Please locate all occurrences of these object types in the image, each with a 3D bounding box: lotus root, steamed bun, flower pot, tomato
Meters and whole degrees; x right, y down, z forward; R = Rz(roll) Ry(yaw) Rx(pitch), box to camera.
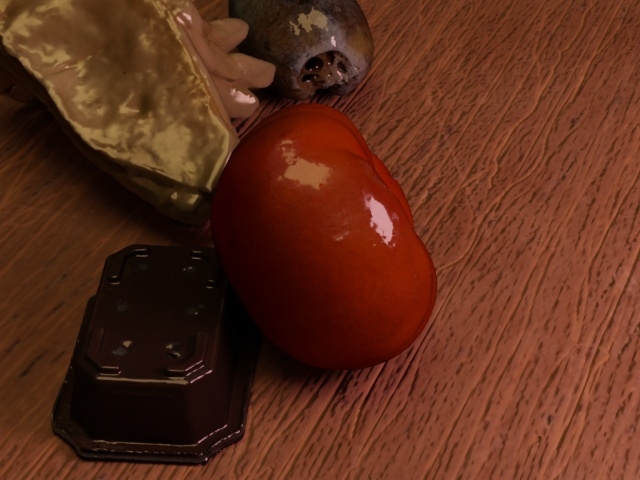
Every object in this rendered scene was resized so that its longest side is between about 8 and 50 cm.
[{"bbox_3d":[-0.041,-0.289,1.758,0.158,0.140,0.322,-13,37,-16],"label":"lotus root"},{"bbox_3d":[-0.205,-0.205,1.578,0.428,0.189,0.247,41,86,16],"label":"steamed bun"},{"bbox_3d":[-0.151,0.089,1.307,0.178,0.084,0.251,3,37,2],"label":"flower pot"},{"bbox_3d":[0.000,-0.002,1.312,0.180,0.260,0.260,-27,37,9],"label":"tomato"}]

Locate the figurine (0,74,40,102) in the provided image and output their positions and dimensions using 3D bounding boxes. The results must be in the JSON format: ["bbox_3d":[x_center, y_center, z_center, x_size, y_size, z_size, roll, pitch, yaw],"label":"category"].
[{"bbox_3d":[-0.339,-0.217,1.698,0.108,0.114,0.196,1,43,-39],"label":"figurine"}]
